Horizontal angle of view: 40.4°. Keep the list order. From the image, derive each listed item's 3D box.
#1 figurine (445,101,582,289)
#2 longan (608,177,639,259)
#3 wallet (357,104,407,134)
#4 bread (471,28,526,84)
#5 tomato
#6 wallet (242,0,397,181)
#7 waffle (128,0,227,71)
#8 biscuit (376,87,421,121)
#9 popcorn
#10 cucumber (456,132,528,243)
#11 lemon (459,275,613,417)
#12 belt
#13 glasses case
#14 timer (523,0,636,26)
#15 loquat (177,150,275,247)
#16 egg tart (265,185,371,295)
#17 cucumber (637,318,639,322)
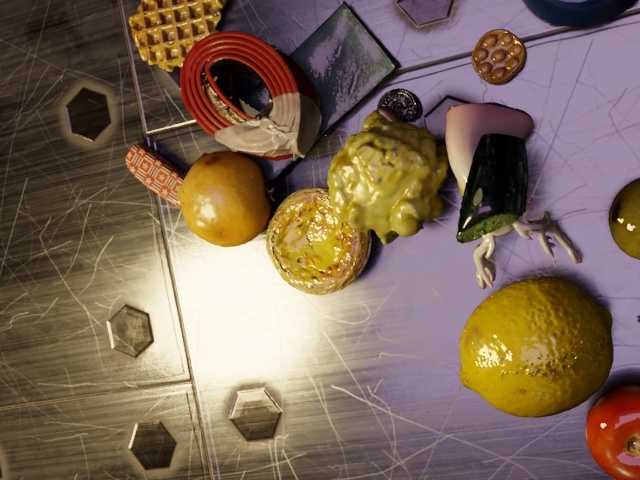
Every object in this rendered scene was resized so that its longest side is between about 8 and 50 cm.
[{"bbox_3d":[0.359,-0.076,1.663,0.206,0.284,0.315,-10,66,28],"label":"figurine"},{"bbox_3d":[0.622,-0.040,1.619,0.145,0.176,0.154,-118,40,-47],"label":"longan"},{"bbox_3d":[0.149,-0.191,1.796,0.153,0.039,0.118,37,114,1],"label":"wallet"},{"bbox_3d":[0.355,-0.367,1.735,0.110,0.024,0.110,1,93,19],"label":"bread"},{"bbox_3d":[0.600,0.366,1.646,0.195,0.136,0.195,2,97,18],"label":"tomato"},{"bbox_3d":[-0.028,-0.310,1.853,0.379,0.046,0.190,-41,82,16],"label":"wallet"},{"bbox_3d":[-0.330,-0.508,1.934,0.253,0.056,0.249,-43,80,17],"label":"waffle"},{"bbox_3d":[0.161,-0.273,1.803,0.087,0.027,0.089,40,104,12],"label":"biscuit"},{"bbox_3d":[0.133,-0.126,1.703,0.256,0.195,0.255,-25,98,8],"label":"popcorn"},{"bbox_3d":[0.296,-0.092,1.515,0.115,0.086,0.193,4,76,35],"label":"cucumber"},{"bbox_3d":[0.400,0.204,1.637,0.310,0.258,0.258,-25,86,18],"label":"lemon"},{"bbox_3d":[-0.138,-0.296,1.799,0.324,0.115,0.227,39,102,20],"label":"belt"},{"bbox_3d":[-0.357,-0.144,1.969,0.194,0.049,0.073,37,105,13],"label":"glasses case"},{"bbox_3d":[0.451,-0.537,1.504,0.270,0.383,0.270,1,93,18],"label":"timer"},{"bbox_3d":[-0.200,-0.090,1.847,0.208,0.208,0.208,1,94,18],"label":"loquat"},{"bbox_3d":[0.000,0.000,1.840,0.234,0.094,0.234,1,92,20],"label":"egg tart"},{"bbox_3d":[0.712,0.094,1.634,0.250,0.056,0.056,-28,85,15],"label":"cucumber"}]
